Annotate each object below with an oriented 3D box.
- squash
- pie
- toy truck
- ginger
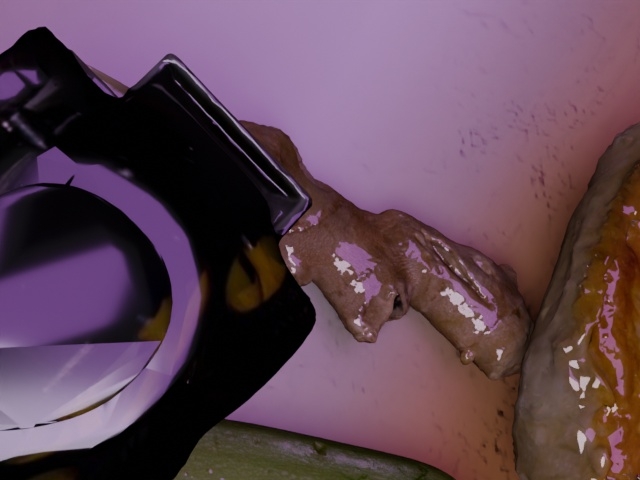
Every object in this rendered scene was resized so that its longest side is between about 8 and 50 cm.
[{"bbox_3d":[-0.027,0.131,0.969,0.239,0.069,0.069,12,71,-20],"label":"squash"},{"bbox_3d":[0.236,0.076,1.089,0.315,0.092,0.315,7,77,-36],"label":"pie"},{"bbox_3d":[-0.187,0.095,0.807,0.180,0.254,0.405,45,76,-5],"label":"toy truck"},{"bbox_3d":[0.000,0.000,1.022,0.288,0.075,0.089,26,73,-22],"label":"ginger"}]
